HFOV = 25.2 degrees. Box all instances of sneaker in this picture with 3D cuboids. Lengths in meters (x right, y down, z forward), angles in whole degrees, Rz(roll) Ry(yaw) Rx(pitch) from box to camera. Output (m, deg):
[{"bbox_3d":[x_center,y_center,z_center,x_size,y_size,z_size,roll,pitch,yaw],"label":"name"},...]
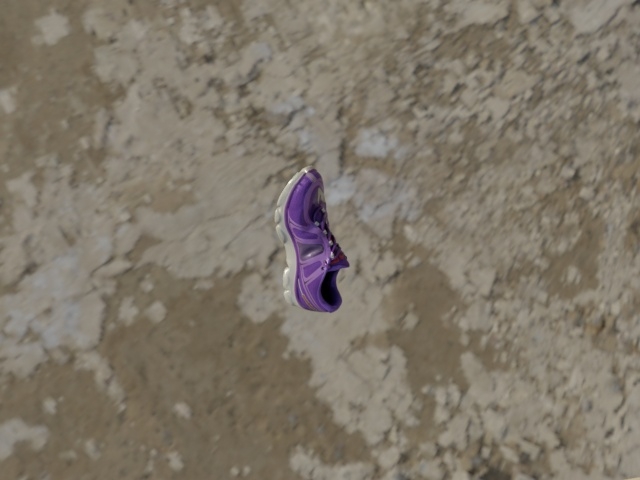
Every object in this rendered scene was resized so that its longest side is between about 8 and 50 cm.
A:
[{"bbox_3d":[0.000,0.000,1.526,0.071,0.068,0.170,16,125,35],"label":"sneaker"}]

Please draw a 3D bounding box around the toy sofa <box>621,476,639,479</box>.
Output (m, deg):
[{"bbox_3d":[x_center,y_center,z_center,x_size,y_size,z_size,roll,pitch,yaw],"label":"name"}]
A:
[{"bbox_3d":[0.327,0.204,0.829,0.177,0.362,0.150,11,70,-19],"label":"toy sofa"}]
